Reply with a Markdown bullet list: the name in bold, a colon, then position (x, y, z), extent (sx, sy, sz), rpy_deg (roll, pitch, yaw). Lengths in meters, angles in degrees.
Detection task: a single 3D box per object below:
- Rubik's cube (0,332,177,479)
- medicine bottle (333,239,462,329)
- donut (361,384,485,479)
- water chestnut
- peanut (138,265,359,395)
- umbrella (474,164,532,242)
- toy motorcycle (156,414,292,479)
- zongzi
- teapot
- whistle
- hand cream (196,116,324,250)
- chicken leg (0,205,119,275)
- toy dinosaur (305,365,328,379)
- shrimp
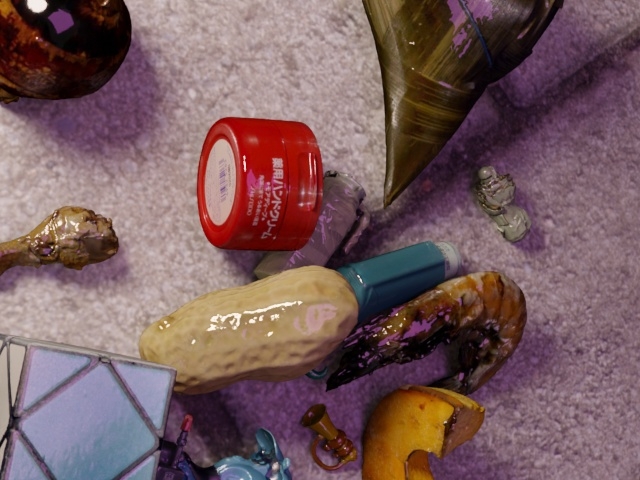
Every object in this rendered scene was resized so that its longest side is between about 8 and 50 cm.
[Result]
- **Rubik's cube**: position (-0.329, 0.238, 1.684), extent (0.205, 0.207, 0.205), rpy_deg (13, 83, -26)
- **medicine bottle**: position (0.101, 0.065, 1.971), extent (0.258, 0.124, 0.079), rpy_deg (-18, 59, -39)
- **donut**: position (0.142, 0.310, 1.962), extent (0.101, 0.152, 0.259), rpy_deg (-5, 125, -41)
- **water chestnut**: position (-0.362, -0.275, 1.691), extent (0.223, 0.238, 0.224), rpy_deg (22, 39, -19)
- **peanut**: position (-0.097, 0.131, 1.807), extent (0.313, 0.152, 0.152), rpy_deg (-16, 97, -2)
- **umbrella**: position (0.294, -0.060, 2.097), extent (0.067, 0.062, 0.143), rpy_deg (-27, 111, 7)
- **toy motorcycle**: position (-0.148, 0.341, 1.828), extent (0.272, 0.123, 0.182), rpy_deg (20, 91, -27)
- **zongzi**: position (0.101, -0.325, 1.940), extent (0.403, 0.208, 0.432), rpy_deg (40, 84, -16)
- **teapot**: position (0.000, 0.000, 1.932), extent (0.107, 0.077, 0.200), rpy_deg (43, 71, -25)
- **whistle**: position (0.014, 0.305, 1.957), extent (0.109, 0.046, 0.057), rpy_deg (55, 53, -22)
- **hand cream**: position (-0.088, -0.078, 1.823), extent (0.125, 0.193, 0.193), rpy_deg (0, 89, -25)
- **chicken leg**: position (-0.372, 0.006, 1.749), extent (0.197, 0.069, 0.085), rpy_deg (-16, 121, -20)
- **toy dinosaur**: position (-0.040, 0.155, 1.906), extent (0.096, 0.059, 0.132), rpy_deg (-42, 101, -6)
- **shrimp**: position (0.172, 0.181, 2.003), extent (0.364, 0.071, 0.233), rpy_deg (-26, 125, -21)
